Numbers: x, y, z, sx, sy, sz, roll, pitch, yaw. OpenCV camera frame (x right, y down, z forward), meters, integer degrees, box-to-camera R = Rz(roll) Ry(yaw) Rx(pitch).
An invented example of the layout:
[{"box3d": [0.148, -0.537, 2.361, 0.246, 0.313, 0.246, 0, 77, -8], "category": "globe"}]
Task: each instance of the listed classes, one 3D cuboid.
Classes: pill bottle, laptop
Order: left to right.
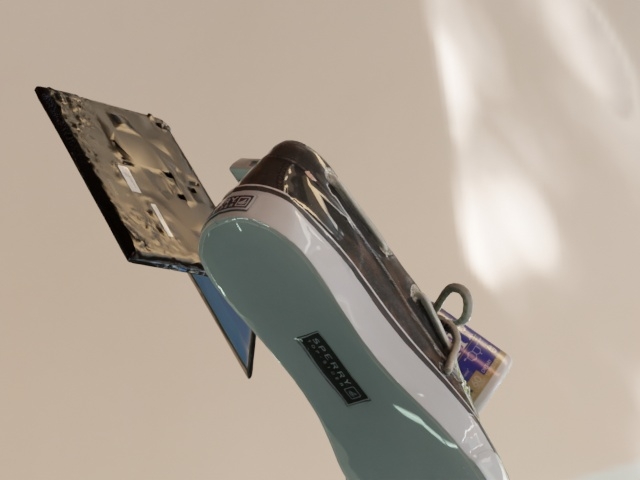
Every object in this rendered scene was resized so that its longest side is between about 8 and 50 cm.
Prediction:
[{"box3d": [-0.170, -0.004, 1.655, 0.264, 0.234, 0.136, 12, 126, -48], "category": "laptop"}, {"box3d": [0.122, 0.131, 1.985, 0.186, 0.112, 0.112, 35, -173, 4], "category": "pill bottle"}]

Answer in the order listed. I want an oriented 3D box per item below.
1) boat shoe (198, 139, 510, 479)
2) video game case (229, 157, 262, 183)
[{"box3d": [0.041, 0.073, 1.071, 0.113, 0.306, 0.105, -22, -156, 44], "category": "boat shoe"}, {"box3d": [0.000, 0.000, 1.339, 0.019, 0.157, 0.143, -41, -163, -15], "category": "video game case"}]
